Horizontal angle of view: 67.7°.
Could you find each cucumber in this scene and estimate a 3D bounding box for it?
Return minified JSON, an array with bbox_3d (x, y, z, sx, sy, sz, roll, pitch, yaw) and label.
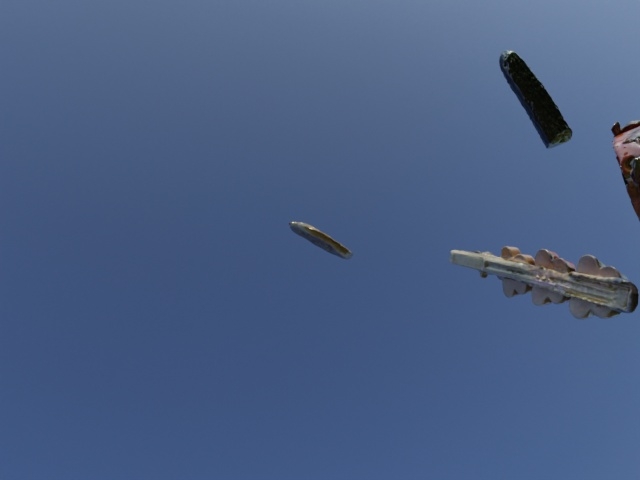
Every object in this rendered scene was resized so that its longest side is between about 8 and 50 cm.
[{"bbox_3d":[0.398,-0.274,0.896,0.052,0.058,0.214,-30,-103,25],"label":"cucumber"}]

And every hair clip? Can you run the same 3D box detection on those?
[{"bbox_3d":[0.219,0.037,0.478,0.056,0.214,0.062,3,-84,-28],"label":"hair clip"}]

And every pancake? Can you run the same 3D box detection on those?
[{"bbox_3d":[0.001,-0.001,0.993,0.151,0.151,0.025,31,-94,-14],"label":"pancake"}]

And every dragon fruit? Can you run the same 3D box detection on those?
[{"bbox_3d":[0.865,-0.154,1.097,0.314,0.263,0.296,55,-139,-18],"label":"dragon fruit"}]
